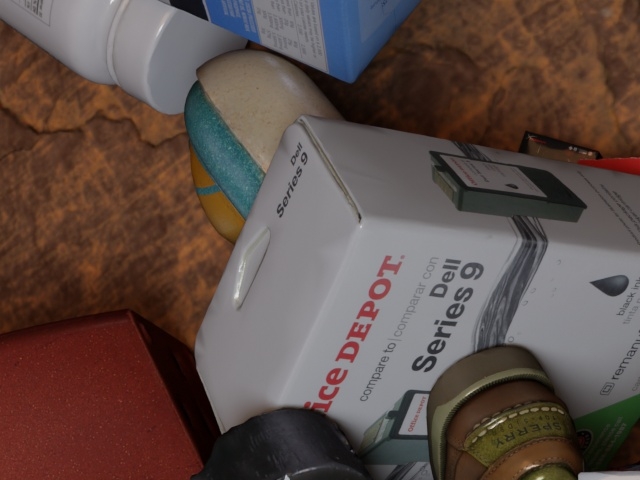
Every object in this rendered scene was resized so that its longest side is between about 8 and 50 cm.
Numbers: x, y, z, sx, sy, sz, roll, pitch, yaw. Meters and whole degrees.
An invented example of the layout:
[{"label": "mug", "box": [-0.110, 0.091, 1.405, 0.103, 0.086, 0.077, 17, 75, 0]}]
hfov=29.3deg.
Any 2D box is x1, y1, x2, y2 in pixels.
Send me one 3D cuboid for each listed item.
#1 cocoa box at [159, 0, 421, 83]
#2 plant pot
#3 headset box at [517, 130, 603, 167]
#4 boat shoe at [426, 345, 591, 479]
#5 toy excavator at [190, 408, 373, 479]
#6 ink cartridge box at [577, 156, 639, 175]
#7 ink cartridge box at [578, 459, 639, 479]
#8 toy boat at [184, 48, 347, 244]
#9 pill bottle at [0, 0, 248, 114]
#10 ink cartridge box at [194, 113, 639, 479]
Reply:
[{"label": "cocoa box", "box": [0.017, -0.336, 0.900, 0.228, 0.231, 0.347, 27, 63, 22]}, {"label": "plant pot", "box": [-0.188, 0.201, 0.960, 0.235, 0.267, 0.267, -28, 72, 2]}, {"label": "headset box", "box": [0.179, -0.037, 0.966, 0.062, 0.032, 0.083, 20, 88, 22]}, {"label": "boat shoe", "box": [0.132, 0.208, 0.803, 0.110, 0.307, 0.104, -24, 43, -3]}, {"label": "toy excavator", "box": [-0.018, 0.387, 0.780, 0.433, 0.445, 0.222, -40, 42, 3]}, {"label": "ink cartridge box", "box": [0.268, 0.027, 0.849, 0.224, 0.056, 0.181, 1, 95, 41]}, {"label": "ink cartridge box", "box": [0.314, 0.195, 0.730, 0.271, 0.309, 0.130, -4, 80, 19]}, {"label": "toy boat", "box": [0.000, 0.000, 0.938, 0.148, 0.267, 0.318, -39, 102, 4]}, {"label": "pill bottle", "box": [-0.205, -0.236, 1.073, 0.283, 0.160, 0.160, 35, 95, 22]}, {"label": "ink cartridge box", "box": [0.089, 0.053, 0.812, 0.211, 0.289, 0.121, -66, 32, 29]}]
